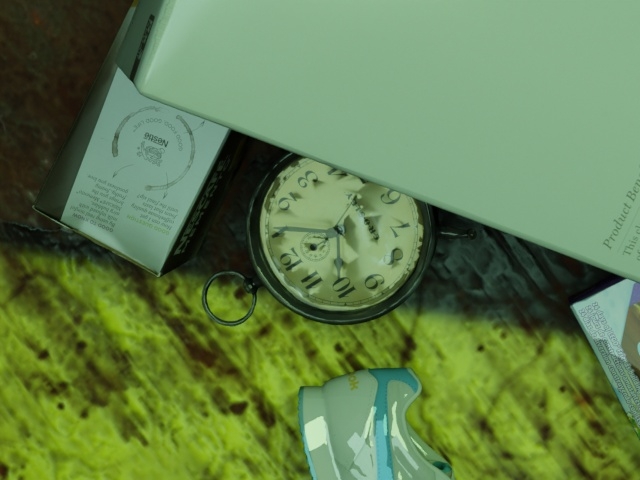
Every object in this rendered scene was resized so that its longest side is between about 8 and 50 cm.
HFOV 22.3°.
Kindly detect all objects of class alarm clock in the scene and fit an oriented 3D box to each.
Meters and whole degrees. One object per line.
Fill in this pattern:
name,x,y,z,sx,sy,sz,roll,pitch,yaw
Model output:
alarm clock,0.000,0.000,1.124,0.192,0.064,0.129,-31,93,8

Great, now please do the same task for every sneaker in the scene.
sneaker,0.056,0.200,1.121,0.092,0.087,0.229,-16,94,5

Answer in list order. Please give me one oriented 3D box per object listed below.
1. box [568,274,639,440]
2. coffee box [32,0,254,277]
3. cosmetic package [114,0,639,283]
box,0.323,0.125,1.098,0.201,0.057,0.293,-27,90,8
coffee box,-0.083,-0.111,1.088,0.098,0.141,0.246,28,96,4
cosmetic package,0.094,-0.125,0.957,0.385,0.156,0.217,22,97,-14
